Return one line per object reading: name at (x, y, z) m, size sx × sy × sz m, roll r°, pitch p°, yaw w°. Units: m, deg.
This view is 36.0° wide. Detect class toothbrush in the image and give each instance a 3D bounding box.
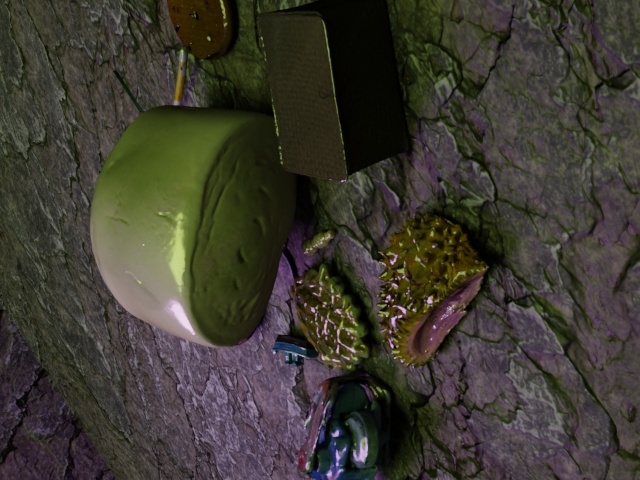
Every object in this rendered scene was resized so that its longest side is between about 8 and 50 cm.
toothbrush at (-0.300, -0.311, 2.092) m, size 0.024 × 0.021 × 0.288 m, roll 43°, pitch 150°, yaw 12°

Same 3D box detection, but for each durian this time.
durian at (0.151, 0.085, 1.663) m, size 0.191 × 0.112 × 0.341 m, roll 49°, pitch 146°, yaw 20°

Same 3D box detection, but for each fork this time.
fork at (-0.425, -0.316, 2.282) m, size 0.235 × 0.039 × 0.021 m, roll 56°, pitch 141°, yaw 20°

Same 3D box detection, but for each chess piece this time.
chess piece at (0.000, 0.000, 1.892) m, size 0.092 × 0.035 × 0.035 m, roll -32°, pitch 84°, yaw 53°

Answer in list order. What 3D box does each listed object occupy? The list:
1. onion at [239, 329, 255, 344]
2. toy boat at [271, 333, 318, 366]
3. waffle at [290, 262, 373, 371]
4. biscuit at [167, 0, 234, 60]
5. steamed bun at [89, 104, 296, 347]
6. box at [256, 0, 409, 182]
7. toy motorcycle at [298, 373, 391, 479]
onion at (-0.237, 0.130, 2.204) m, size 0.248 × 0.161 × 0.248 m, roll 17°, pitch 129°, yaw 23°
toy boat at (-0.058, 0.236, 2.092) m, size 0.137 × 0.060 × 0.060 m, roll 7°, pitch 94°, yaw 49°
waffle at (0.017, 0.158, 1.946) m, size 0.204 × 0.054 × 0.223 m, roll -30°, pitch 84°, yaw 56°
biscuit at (-0.234, -0.454, 1.926) m, size 0.212 × 0.036 × 0.212 m, roll 31°, pitch 134°, yaw 39°
steamed bun at (-0.254, -0.036, 1.904) m, size 0.371 × 0.290 × 0.455 m, roll 14°, pitch 97°, yaw 47°
box at (0.021, -0.251, 1.606) m, size 0.184 × 0.143 × 0.273 m, roll 14°, pitch 121°, yaw 51°
toy motorcycle at (0.054, 0.405, 1.986) m, size 0.182 × 0.241 × 0.319 m, roll 18°, pitch 129°, yaw -2°
